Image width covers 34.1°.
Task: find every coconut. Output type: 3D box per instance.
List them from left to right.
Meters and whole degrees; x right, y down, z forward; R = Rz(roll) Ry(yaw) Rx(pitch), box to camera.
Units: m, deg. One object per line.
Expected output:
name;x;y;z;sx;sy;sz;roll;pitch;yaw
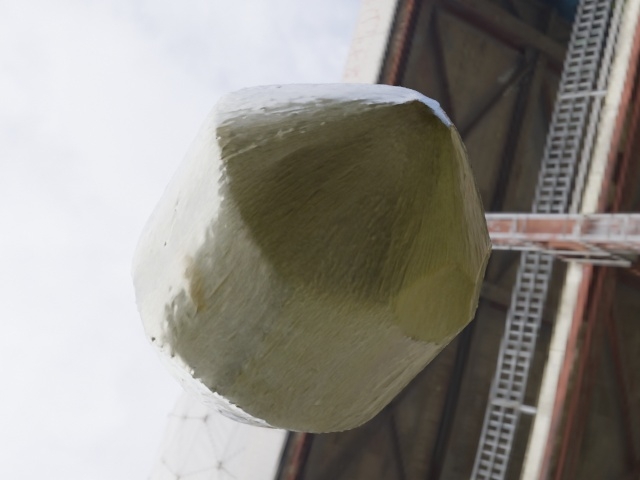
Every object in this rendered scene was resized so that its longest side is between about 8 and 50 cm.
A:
coconut;0.000;0.000;0.749;0.237;0.237;0.266;21;-60;-33
